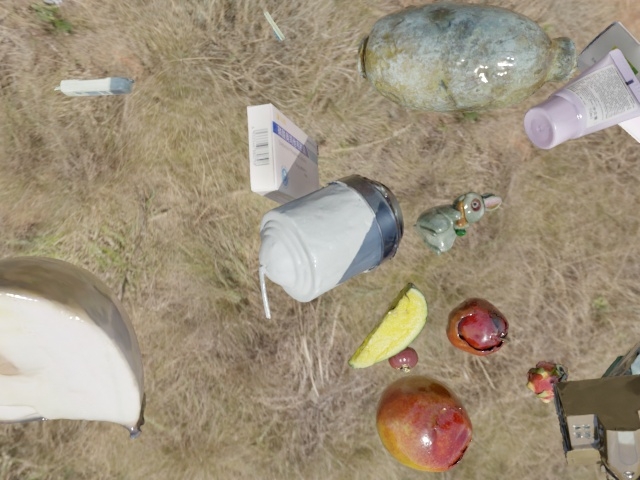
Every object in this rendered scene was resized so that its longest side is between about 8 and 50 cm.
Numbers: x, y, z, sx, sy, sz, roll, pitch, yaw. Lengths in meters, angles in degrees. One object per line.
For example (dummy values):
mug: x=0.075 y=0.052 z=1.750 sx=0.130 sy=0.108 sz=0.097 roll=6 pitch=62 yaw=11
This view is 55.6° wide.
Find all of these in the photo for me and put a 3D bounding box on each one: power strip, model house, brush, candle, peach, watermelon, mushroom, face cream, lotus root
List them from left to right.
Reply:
mushroom: x=-0.281 y=0.065 z=0.578 sx=0.236 sy=0.162 sz=0.173 roll=4 pitch=124 yaw=-10
power strip: x=-0.511 y=-0.346 z=1.371 sx=0.191 sy=0.047 sz=0.030 roll=-1 pitch=89 yaw=8
brush: x=-0.121 y=-0.553 z=1.568 sx=0.016 sy=0.013 sz=0.083 roll=-39 pitch=99 yaw=-41
candle: x=0.000 y=0.000 z=1.308 sx=0.343 sy=0.221 sz=0.221 roll=-25 pitch=112 yaw=-32
watermelon: x=0.120 y=0.141 z=1.069 sx=0.092 sy=0.075 sz=0.181 roll=20 pitch=112 yaw=-36
peach: x=0.246 y=0.438 z=1.456 sx=0.231 sy=0.231 sz=0.230 roll=-4 pitch=107 yaw=-12
lotus root: x=0.219 y=-0.288 z=0.954 sx=0.350 sy=0.175 sz=0.174 roll=6 pitch=108 yaw=21
face cream: x=0.545 y=-0.280 z=1.232 sx=0.274 sy=0.096 sz=0.154 roll=-27 pitch=82 yaw=-16
model house: x=0.524 y=0.385 z=1.056 sx=0.181 sy=0.176 sz=0.248 roll=-12 pitch=106 yaw=17

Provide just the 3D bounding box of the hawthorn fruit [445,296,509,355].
hawthorn fruit: x=0.400 y=0.222 z=1.517 sx=0.148 sy=0.172 sz=0.148 roll=-18 pitch=122 yaw=-31

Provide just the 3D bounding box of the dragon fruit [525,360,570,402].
dragon fruit: x=0.503 y=0.303 z=1.331 sx=0.086 sy=0.081 sz=0.116 roll=17 pitch=143 yaw=-16

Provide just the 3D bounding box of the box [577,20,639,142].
box: x=0.759 y=-0.366 z=1.453 sx=0.173 sy=0.332 sz=0.145 roll=31 pitch=124 yaw=-26

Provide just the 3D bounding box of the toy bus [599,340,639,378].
toy bus: x=0.718 y=0.310 z=1.278 sx=0.199 sy=0.343 sz=0.183 roll=39 pitch=74 yaw=22

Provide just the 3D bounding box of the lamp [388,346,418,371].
lamp: x=0.275 y=0.392 z=2.022 sx=0.101 sy=0.090 sz=0.101 roll=-3 pitch=144 yaw=-2

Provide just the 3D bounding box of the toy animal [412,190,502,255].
toy animal: x=0.354 y=-0.074 z=1.566 sx=0.236 sy=0.138 sz=0.108 roll=-43 pitch=136 yaw=-10

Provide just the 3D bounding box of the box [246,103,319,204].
box: x=-0.080 y=-0.187 z=1.491 sx=0.065 sy=0.343 sz=0.200 roll=-7 pitch=82 yaw=16
